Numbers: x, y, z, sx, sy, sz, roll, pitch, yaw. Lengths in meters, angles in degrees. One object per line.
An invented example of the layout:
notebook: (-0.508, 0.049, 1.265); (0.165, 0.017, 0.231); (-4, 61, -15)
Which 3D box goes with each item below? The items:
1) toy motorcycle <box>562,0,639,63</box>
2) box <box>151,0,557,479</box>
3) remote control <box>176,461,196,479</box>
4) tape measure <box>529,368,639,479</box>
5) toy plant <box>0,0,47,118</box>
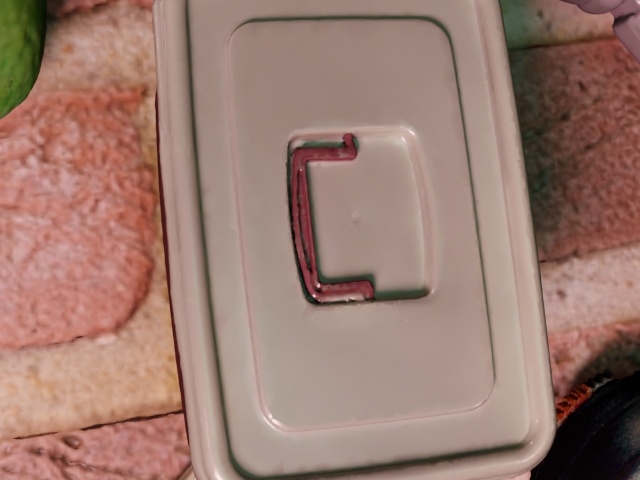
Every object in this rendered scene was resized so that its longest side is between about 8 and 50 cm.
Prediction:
toy motorcycle: (0.178, -0.209, 0.757); (0.152, 0.073, 0.225); (-38, 99, -10)
box: (0.000, 0.000, 0.644); (0.193, 0.167, 0.293); (-4, 81, -17)
remote control: (-0.082, 0.200, 0.709); (0.078, 0.042, 0.221); (41, 82, -13)
tape measure: (0.240, 0.182, 0.753); (0.223, 0.135, 0.202); (-26, 107, -11)
toy plant: (-0.196, -0.194, 0.617); (0.235, 0.175, 0.218); (-40, 94, 17)
